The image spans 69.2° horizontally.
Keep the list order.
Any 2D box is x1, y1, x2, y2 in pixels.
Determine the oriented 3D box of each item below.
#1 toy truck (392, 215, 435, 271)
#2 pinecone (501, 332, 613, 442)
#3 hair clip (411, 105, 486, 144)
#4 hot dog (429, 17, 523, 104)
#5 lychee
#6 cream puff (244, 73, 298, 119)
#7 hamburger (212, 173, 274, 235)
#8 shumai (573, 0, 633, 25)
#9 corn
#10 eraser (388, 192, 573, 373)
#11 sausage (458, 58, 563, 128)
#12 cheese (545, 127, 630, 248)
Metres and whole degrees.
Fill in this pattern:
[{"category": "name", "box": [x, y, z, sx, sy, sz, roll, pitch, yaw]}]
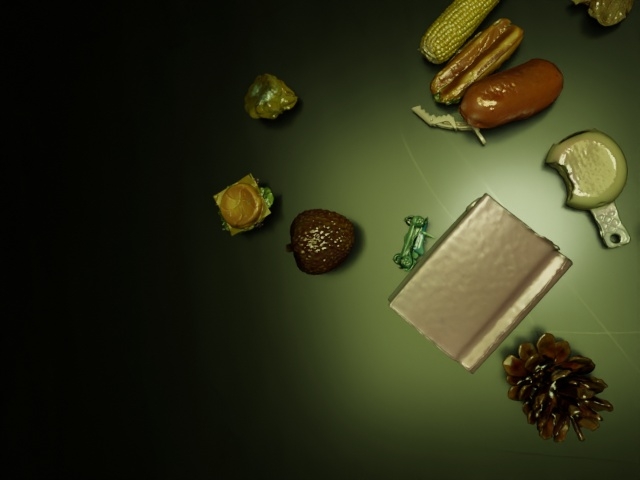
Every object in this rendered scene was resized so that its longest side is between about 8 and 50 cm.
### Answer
[{"category": "toy truck", "box": [0.254, 0.009, 1.239, 0.078, 0.080, 0.154, 17, 92, -8]}, {"category": "pinecone", "box": [0.542, 0.342, 1.053, 0.229, 0.201, 0.202, 38, 114, -8]}, {"category": "hair clip", "box": [0.347, -0.311, 1.243, 0.226, 0.034, 0.072, 17, 92, 19]}, {"category": "hot dog", "box": [0.401, -0.466, 1.215, 0.269, 0.072, 0.115, -40, 76, 14]}, {"category": "lychee", "box": [-0.005, 0.001, 1.268, 0.194, 0.194, 0.195, -1, 86, 18]}, {"category": "cream puff", "box": [-0.147, -0.419, 1.381, 0.146, 0.116, 0.146, -18, 64, 43]}, {"category": "hamburger", "box": [-0.223, -0.103, 1.387, 0.189, 0.093, 0.164, -18, 83, 18]}, {"category": "shumai", "box": [0.699, -0.600, 1.128, 0.123, 0.105, 0.139, 30, 111, -26]}, {"category": "corn", "box": [0.381, -0.592, 1.221, 0.293, 0.106, 0.106, -46, 74, 7]}, {"category": "eraser", "box": [0.381, 0.102, 1.141, 0.272, 0.122, 0.359, 38, 98, 6]}, {"category": "sausage", "box": [0.472, -0.357, 1.142, 0.258, 0.133, 0.133, -19, 80, -4]}, {"category": "cheese", "box": [0.653, -0.119, 1.104, 0.163, 0.082, 0.286, -18, 82, 17]}]
